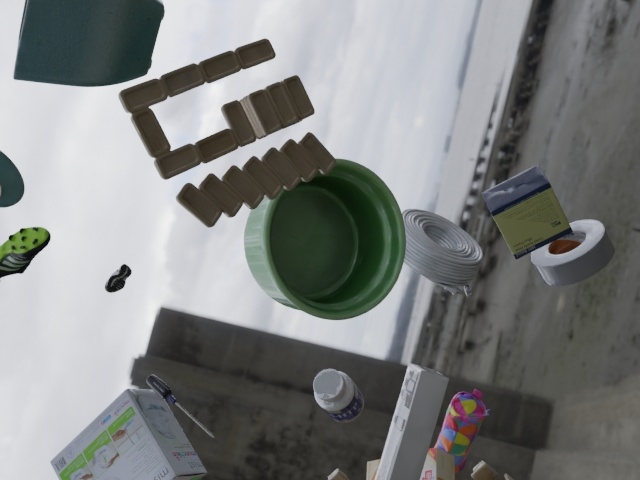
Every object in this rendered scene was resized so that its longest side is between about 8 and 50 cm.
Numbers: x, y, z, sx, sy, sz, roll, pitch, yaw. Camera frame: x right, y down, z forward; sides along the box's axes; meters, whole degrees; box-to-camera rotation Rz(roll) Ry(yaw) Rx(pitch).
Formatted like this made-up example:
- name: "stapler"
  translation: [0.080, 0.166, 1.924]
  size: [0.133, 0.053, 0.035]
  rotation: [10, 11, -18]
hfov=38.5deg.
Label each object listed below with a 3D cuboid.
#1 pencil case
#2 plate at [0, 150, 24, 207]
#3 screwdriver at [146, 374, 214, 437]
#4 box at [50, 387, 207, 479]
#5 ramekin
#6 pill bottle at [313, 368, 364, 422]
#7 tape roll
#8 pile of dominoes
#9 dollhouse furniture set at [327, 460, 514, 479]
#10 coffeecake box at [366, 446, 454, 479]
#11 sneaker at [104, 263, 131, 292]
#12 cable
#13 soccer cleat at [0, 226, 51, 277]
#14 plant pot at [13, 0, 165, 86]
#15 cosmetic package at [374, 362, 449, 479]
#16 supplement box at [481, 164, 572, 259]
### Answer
- name: "pencil case"
  translation: [0.361, 0.498, 2.379]
  size: [0.104, 0.104, 0.236]
  rotation: [-68, -6, -54]
- name: "plate"
  translation: [-0.584, -0.111, 1.518]
  size: [0.188, 0.188, 0.024]
  rotation: [94, -171, -52]
- name: "screwdriver"
  translation: [-0.244, 0.290, 1.585]
  size: [0.025, 0.170, 0.024]
  rotation: [-31, -33, -32]
- name: "box"
  translation: [-0.417, 0.491, 1.978]
  size: [0.262, 0.231, 0.127]
  rotation: [-44, -25, 13]
- name: "ramekin"
  translation: [0.000, 0.000, 1.766]
  size: [0.148, 0.303, 0.303]
  rotation: [-5, 68, 62]
- name: "pill bottle"
  translation: [0.045, 0.418, 2.490]
  size: [0.186, 0.112, 0.112]
  rotation: [58, -137, -59]
- name: "tape roll"
  translation: [0.697, 0.033, 2.537]
  size: [0.072, 0.219, 0.219]
  rotation: [59, -155, -19]
- name: "pile of dominoes"
  translation: [-0.113, -0.133, 1.158]
  size: [0.251, 0.196, 0.040]
  rotation: [-29, 5, -34]
- name: "dollhouse furniture set"
  translation: [0.243, 0.579, 2.031]
  size: [0.303, 0.355, 0.174]
  rotation: [-46, 14, 10]
- name: "coffeecake box"
  translation: [0.185, 0.521, 1.899]
  size: [0.068, 0.185, 0.142]
  rotation: [33, -132, -37]
- name: "sneaker"
  translation: [-0.478, 0.097, 2.142]
  size: [0.044, 0.040, 0.109]
  rotation: [-37, 11, 24]
- name: "cable"
  translation: [0.298, 0.016, 2.384]
  size: [0.257, 0.257, 0.089]
  rotation: [-77, 13, -62]
- name: "soccer cleat"
  translation: [-0.566, 0.026, 1.722]
  size: [0.072, 0.179, 0.060]
  rotation: [39, -147, -49]
- name: "plant pot"
  translation: [-0.444, -0.439, 1.782]
  size: [0.248, 0.252, 0.247]
  rotation: [-116, 40, -57]
- name: "cosmetic package"
  translation: [0.164, 0.352, 1.683]
  size: [0.099, 0.060, 0.239]
  rotation: [-179, 106, -84]
- name: "supplement box"
  translation: [0.268, -0.037, 1.189]
  size: [0.083, 0.083, 0.056]
  rotation: [56, -166, -27]
